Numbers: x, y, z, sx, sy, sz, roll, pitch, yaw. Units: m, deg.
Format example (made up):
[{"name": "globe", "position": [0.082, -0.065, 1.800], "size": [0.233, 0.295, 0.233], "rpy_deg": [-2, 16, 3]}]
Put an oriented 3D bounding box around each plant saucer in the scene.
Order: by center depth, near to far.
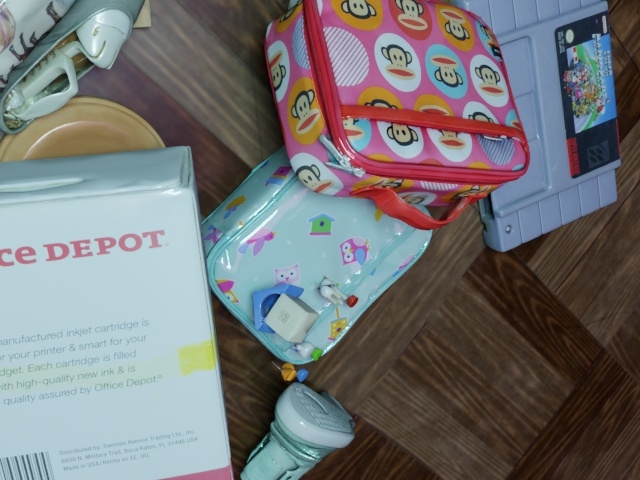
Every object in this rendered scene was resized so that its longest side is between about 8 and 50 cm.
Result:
[{"name": "plant saucer", "position": [-0.254, -0.056, 0.855], "size": [0.199, 0.037, 0.200], "rpy_deg": [-7, 108, -24]}]

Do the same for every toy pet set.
[{"name": "toy pet set", "position": [-0.032, 0.091, 0.887], "size": [0.122, 0.065, 0.114], "rpy_deg": [-56, 155, 5]}]

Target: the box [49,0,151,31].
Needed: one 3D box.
[{"name": "box", "position": [-0.259, -0.313, 0.785], "size": [0.164, 0.021, 0.201], "rpy_deg": [-10, 109, -24]}]

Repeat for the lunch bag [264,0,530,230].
[{"name": "lunch bag", "position": [0.091, -0.137, 0.859], "size": [0.293, 0.120, 0.258], "rpy_deg": [0, 72, -36]}]

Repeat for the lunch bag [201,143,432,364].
[{"name": "lunch bag", "position": [0.000, 0.000, 0.956], "size": [0.279, 0.108, 0.224], "rpy_deg": [-43, 118, -8]}]

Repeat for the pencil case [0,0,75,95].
[{"name": "pencil case", "position": [-0.245, -0.279, 0.685], "size": [0.410, 0.183, 0.160], "rpy_deg": [-48, 117, -5]}]

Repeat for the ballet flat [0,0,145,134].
[{"name": "ballet flat", "position": [-0.244, -0.183, 0.784], "size": [0.213, 0.068, 0.072], "rpy_deg": [-38, 157, 2]}]

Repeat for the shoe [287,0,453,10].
[{"name": "shoe", "position": [0.062, -0.285, 0.939], "size": [0.219, 0.058, 0.077], "rpy_deg": [-4, 74, -30]}]

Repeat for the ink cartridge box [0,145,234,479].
[{"name": "ink cartridge box", "position": [-0.242, 0.113, 0.794], "size": [0.279, 0.160, 0.385], "rpy_deg": [-6, 113, -7]}]

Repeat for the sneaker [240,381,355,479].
[{"name": "sneaker", "position": [-0.038, 0.259, 0.960], "size": [0.151, 0.094, 0.256], "rpy_deg": [-45, 163, -3]}]

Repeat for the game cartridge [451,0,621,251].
[{"name": "game cartridge", "position": [0.307, -0.184, 1.086], "size": [0.230, 0.068, 0.355], "rpy_deg": [-21, 113, -15]}]
